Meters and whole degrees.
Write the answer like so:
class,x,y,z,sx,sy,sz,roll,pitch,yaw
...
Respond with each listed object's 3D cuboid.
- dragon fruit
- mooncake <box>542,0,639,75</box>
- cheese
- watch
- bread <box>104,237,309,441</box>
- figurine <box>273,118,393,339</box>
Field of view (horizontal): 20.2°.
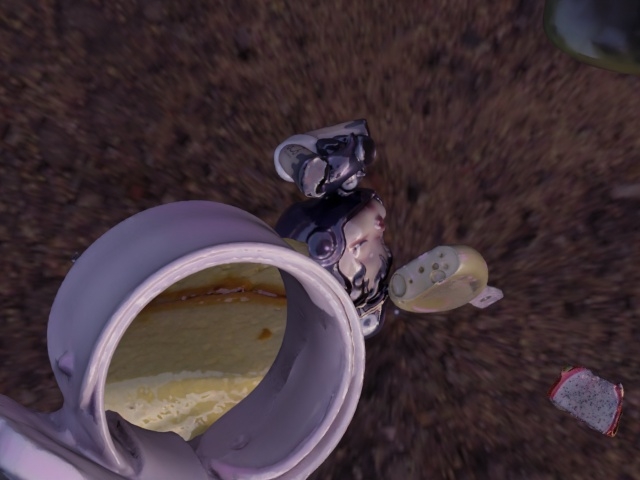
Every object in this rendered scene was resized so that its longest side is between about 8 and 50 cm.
class,x,y,z,sx,sy,sz,roll,pitch,yaw
dragon fruit,0.282,0.164,1.882,0.083,0.060,0.056,29,88,7
mooncake,0.292,-0.125,0.902,0.351,0.351,0.187,12,123,3
cheese,0.141,0.046,1.818,0.097,0.192,0.037,-31,69,19
watch,-0.095,0.091,1.205,0.244,0.196,0.231,29,97,-33
bread,-0.081,0.107,1.476,0.178,0.240,0.135,-8,117,14
figurine,0.000,0.000,1.785,0.145,0.145,0.222,-4,110,2
